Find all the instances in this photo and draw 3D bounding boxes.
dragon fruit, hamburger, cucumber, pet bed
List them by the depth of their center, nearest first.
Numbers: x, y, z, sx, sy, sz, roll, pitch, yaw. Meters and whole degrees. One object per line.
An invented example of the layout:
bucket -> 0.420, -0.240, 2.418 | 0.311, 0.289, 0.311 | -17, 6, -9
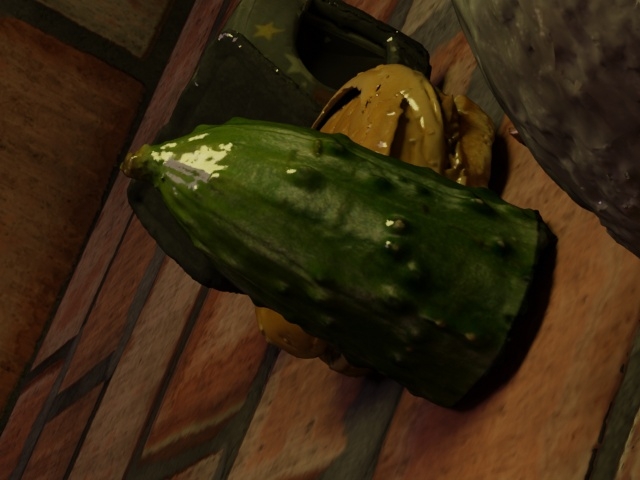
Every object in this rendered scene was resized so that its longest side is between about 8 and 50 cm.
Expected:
dragon fruit -> 0.148, -0.127, 0.849 | 0.204, 0.221, 0.283 | -34, 33, 52
cucumber -> 0.001, -0.003, 1.109 | 0.134, 0.244, 0.134 | -157, 90, -82
hamburger -> 0.039, -0.014, 1.287 | 0.214, 0.108, 0.214 | -57, 19, 32
pet bed -> -0.031, -0.072, 1.474 | 0.211, 0.183, 0.159 | -52, 15, 39

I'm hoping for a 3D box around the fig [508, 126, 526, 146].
fig -> 0.156, -0.130, 1.079 | 0.146, 0.133, 0.201 | -29, -47, -57
